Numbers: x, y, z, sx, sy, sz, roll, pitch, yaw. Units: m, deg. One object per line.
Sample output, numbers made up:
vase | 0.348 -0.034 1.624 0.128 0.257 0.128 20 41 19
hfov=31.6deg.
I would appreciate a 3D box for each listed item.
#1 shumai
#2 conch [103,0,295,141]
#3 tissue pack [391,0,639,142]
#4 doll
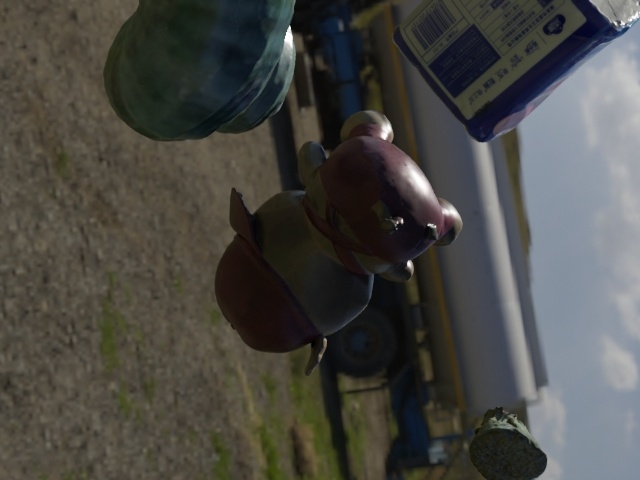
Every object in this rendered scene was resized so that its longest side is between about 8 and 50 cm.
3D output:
shumai | 0.273 0.298 1.673 0.124 0.099 0.087 45 25 -22
conch | -0.098 -0.182 0.990 0.220 0.195 0.277 -61 148 -16
tissue pack | 0.254 -0.285 1.473 0.209 0.269 0.137 49 45 2
doll | 0.002 0.001 1.153 0.152 0.256 0.196 27 28 -54
